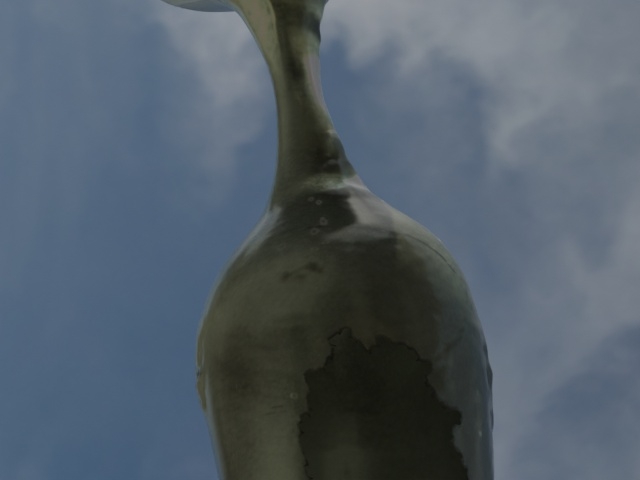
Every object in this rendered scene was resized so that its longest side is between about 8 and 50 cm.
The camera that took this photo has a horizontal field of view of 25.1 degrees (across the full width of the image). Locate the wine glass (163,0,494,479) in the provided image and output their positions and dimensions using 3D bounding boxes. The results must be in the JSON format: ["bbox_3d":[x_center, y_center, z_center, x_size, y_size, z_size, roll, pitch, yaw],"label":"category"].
[{"bbox_3d":[0.000,0.000,0.668,0.143,0.143,0.321,-23,-107,41],"label":"wine glass"}]
